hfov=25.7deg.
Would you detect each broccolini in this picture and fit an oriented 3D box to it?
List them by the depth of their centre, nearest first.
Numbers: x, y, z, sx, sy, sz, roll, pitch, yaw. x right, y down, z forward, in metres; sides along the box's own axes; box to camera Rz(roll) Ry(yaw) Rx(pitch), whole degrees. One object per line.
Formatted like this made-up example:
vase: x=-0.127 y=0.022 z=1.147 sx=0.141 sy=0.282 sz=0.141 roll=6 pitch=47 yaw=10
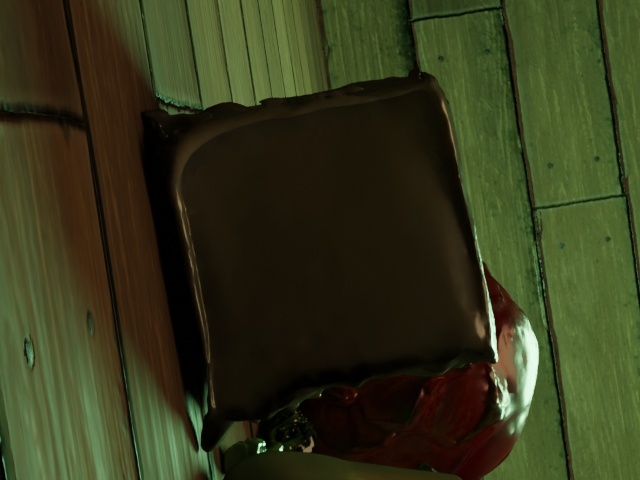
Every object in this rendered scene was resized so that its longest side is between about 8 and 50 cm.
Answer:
broccolini: x=-0.025 y=0.148 z=0.983 sx=0.071 sy=0.057 sz=0.254 roll=39 pitch=-6 yaw=8

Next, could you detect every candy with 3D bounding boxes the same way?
candy: x=0.000 y=0.000 z=0.815 sx=0.137 sy=0.185 sz=0.195 roll=-104 pitch=-179 yaw=-81

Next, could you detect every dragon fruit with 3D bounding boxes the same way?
dragon fruit: x=0.069 y=0.113 z=1.197 sx=0.252 sy=0.241 sz=0.241 roll=98 pitch=-11 yaw=-53

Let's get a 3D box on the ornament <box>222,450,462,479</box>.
ornament: x=0.012 y=0.183 z=0.749 sx=0.230 sy=0.245 sz=0.061 roll=41 pitch=-63 yaw=60
